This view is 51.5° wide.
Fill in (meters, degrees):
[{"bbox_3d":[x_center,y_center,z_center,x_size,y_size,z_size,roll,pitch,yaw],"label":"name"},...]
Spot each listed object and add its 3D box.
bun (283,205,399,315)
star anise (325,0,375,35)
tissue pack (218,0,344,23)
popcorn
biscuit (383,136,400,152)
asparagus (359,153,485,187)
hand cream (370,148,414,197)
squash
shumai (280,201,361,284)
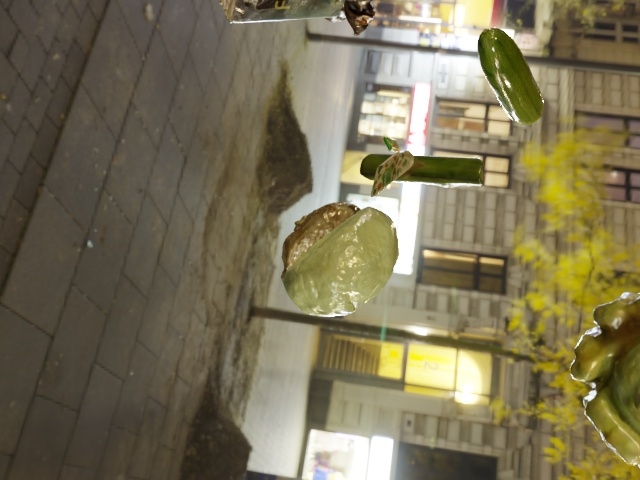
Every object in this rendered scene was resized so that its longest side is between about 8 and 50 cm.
[{"bbox_3d":[0.043,0.040,1.009,0.195,0.118,0.195,-42,-176,4],"label":"bun"},{"bbox_3d":[0.082,-0.545,1.436,0.220,0.125,0.190,-129,-127,-63],"label":"star anise"},{"bbox_3d":[-0.051,-0.480,1.199,0.073,0.235,0.173,65,-31,21],"label":"tissue pack"},{"bbox_3d":[0.526,0.199,0.905,0.274,0.335,0.279,32,79,-53],"label":"popcorn"},{"bbox_3d":[0.196,-0.260,1.808,0.089,0.016,0.046,-1,65,-63],"label":"biscuit"},{"bbox_3d":[0.202,-0.140,1.308,0.060,0.277,0.067,-61,139,-25],"label":"asparagus"},{"bbox_3d":[0.125,-0.124,1.159,0.165,0.037,0.057,-41,146,-55],"label":"hand cream"},{"bbox_3d":[0.309,-0.248,1.061,0.258,0.069,0.069,34,59,-51],"label":"squash"},{"bbox_3d":[0.000,0.000,1.269,0.153,0.161,0.210,-110,-141,-57],"label":"shumai"}]
